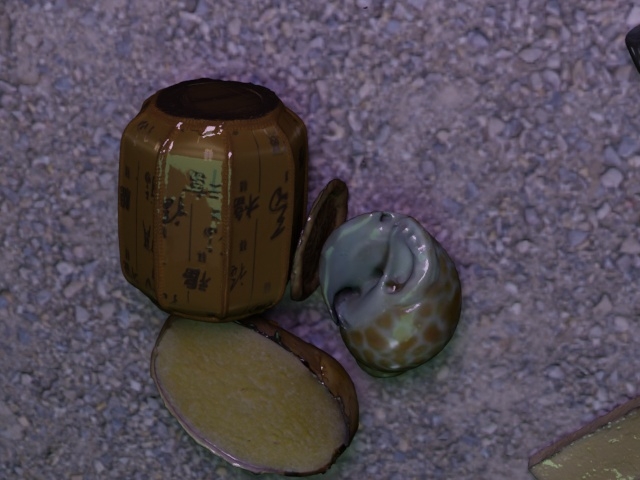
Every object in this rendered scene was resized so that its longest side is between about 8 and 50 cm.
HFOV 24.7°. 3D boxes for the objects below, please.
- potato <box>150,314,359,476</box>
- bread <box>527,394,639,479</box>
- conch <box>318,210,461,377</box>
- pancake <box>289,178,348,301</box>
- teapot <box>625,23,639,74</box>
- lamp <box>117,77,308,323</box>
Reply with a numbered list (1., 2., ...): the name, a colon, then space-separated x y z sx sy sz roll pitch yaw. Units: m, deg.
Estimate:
1. potato: -0.053 0.123 1.330 0.200 0.081 0.164 32 126 -1
2. bread: 0.265 0.192 1.321 0.153 0.028 0.068 -35 104 26
3. conch: 0.063 0.046 1.256 0.116 0.106 0.173 -24 109 4
4. pancake: -0.001 0.000 1.238 0.011 0.115 0.115 17 118 16
5. teapot: 0.279 -0.120 1.161 0.042 0.043 0.111 -17 115 19
6. lamp: -0.089 -0.033 1.220 0.161 0.161 0.185 5 116 10
